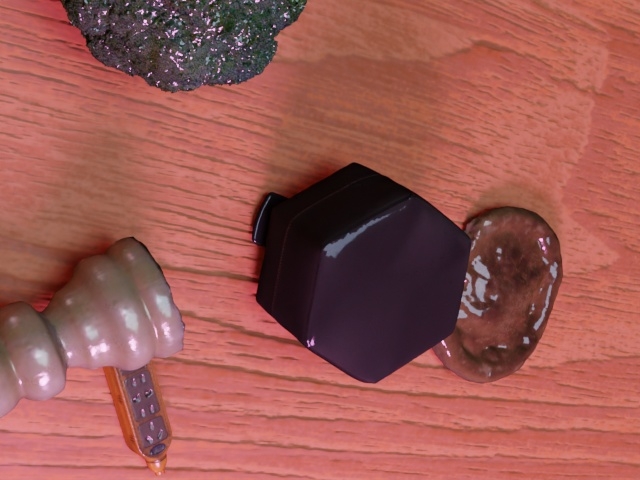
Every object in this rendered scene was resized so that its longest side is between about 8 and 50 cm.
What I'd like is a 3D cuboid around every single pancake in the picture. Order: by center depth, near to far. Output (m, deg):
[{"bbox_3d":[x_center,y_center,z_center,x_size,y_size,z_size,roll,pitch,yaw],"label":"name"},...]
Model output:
[{"bbox_3d":[0.235,0.071,1.627,0.236,0.042,0.222,-41,117,-22],"label":"pancake"}]

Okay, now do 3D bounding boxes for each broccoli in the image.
[{"bbox_3d":[-0.127,-0.278,1.203,0.270,0.270,0.270,17,59,-36],"label":"broccoli"}]

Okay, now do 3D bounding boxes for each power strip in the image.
[{"bbox_3d":[-0.196,0.180,1.361,0.049,0.028,0.178,-24,113,-29],"label":"power strip"}]

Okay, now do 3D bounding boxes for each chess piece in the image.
[{"bbox_3d":[-0.270,0.100,1.240,0.243,0.133,0.133,-25,113,-23],"label":"chess piece"}]

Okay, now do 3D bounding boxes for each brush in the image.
[{"bbox_3d":[0.000,0.000,1.466,0.193,0.016,0.063,22,88,-35],"label":"brush"}]

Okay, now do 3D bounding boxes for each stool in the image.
[{"bbox_3d":[0.047,0.035,1.410,0.232,0.141,0.232,-15,119,-28],"label":"stool"}]
